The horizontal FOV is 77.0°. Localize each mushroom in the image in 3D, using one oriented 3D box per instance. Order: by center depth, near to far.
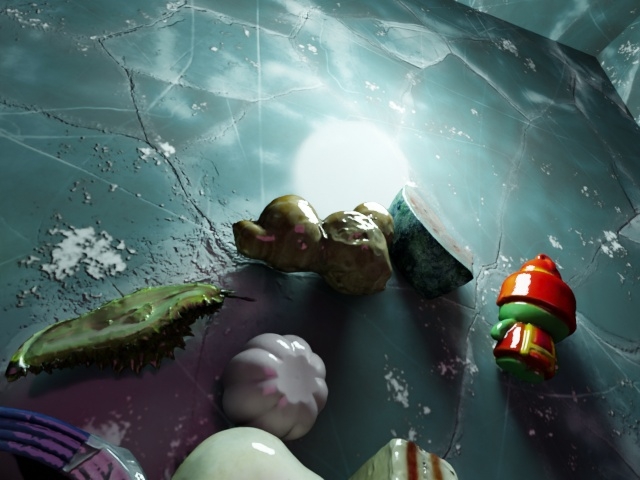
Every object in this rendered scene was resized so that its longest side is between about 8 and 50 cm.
[{"bbox_3d":[-0.101,0.392,0.528,0.254,0.234,0.260,3,54,-28],"label":"mushroom"}]

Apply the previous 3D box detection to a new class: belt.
[{"bbox_3d":[-0.382,0.341,0.511,0.347,0.117,0.212,27,55,-5],"label":"belt"}]

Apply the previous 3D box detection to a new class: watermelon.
[{"bbox_3d":[0.262,0.009,1.012,0.226,0.148,0.318,12,41,-38],"label":"watermelon"}]

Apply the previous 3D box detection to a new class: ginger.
[{"bbox_3d":[0.000,0.000,0.861,0.375,0.176,0.256,7,41,-18],"label":"ginger"}]

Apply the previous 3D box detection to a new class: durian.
[{"bbox_3d":[-0.294,0.145,0.672,0.375,0.106,0.132,-17,67,-30],"label":"durian"}]

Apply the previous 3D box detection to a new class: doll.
[{"bbox_3d":[0.531,0.165,0.992,0.182,0.160,0.363,30,53,4],"label":"doll"}]

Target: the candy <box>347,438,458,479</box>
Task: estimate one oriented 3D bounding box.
[{"bbox_3d":[0.108,0.459,0.545,0.135,0.179,0.320,31,27,-4],"label":"candy"}]

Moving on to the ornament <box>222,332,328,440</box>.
[{"bbox_3d":[-0.081,0.249,0.683,0.177,0.177,0.177,11,57,-18],"label":"ornament"}]
